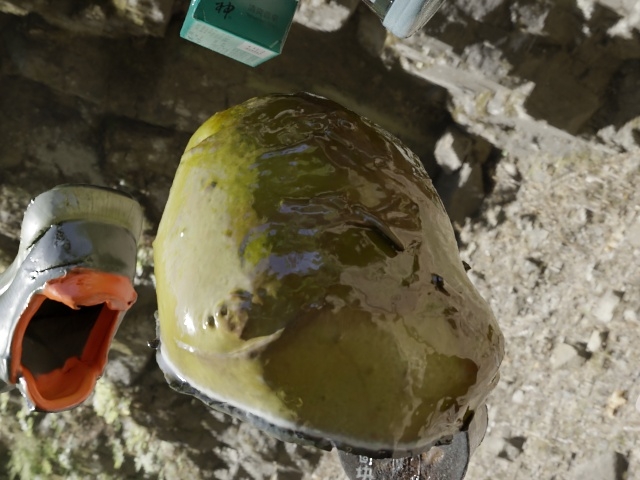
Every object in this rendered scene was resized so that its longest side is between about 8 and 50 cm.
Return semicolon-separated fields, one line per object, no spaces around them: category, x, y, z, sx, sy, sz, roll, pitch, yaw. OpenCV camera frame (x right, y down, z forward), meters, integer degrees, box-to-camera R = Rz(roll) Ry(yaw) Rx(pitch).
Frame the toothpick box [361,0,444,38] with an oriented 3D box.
toothpick box;0.068;-0.493;0.994;0.263;0.355;0.263;-51;2;2

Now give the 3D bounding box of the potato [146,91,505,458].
potato;0.000;0.000;0.529;0.300;0.247;0.196;39;126;51

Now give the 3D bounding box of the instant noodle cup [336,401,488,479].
instant noodle cup;0.158;0.294;1.119;0.207;0.218;0.217;0;-64;-63

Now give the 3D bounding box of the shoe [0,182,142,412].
shoe;-0.274;0.104;0.702;0.336;0.132;0.171;-44;48;33

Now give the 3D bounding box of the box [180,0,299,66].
box;-0.145;-0.373;1.192;0.245;0.153;0.092;-149;78;-71

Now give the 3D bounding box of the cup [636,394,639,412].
cup;0.715;0.299;1.265;0.191;0.253;0.200;-38;50;-3
